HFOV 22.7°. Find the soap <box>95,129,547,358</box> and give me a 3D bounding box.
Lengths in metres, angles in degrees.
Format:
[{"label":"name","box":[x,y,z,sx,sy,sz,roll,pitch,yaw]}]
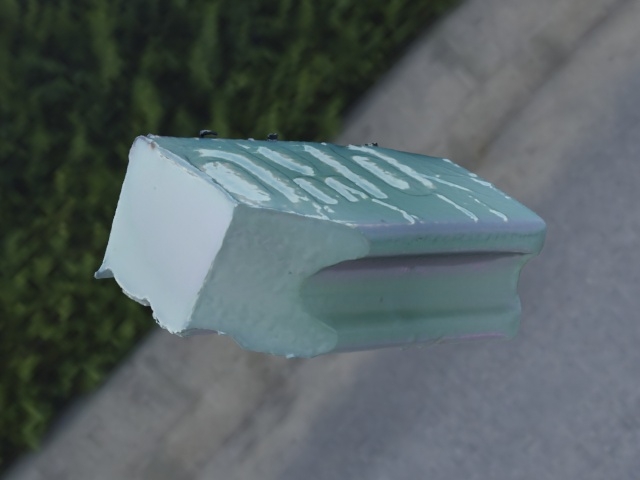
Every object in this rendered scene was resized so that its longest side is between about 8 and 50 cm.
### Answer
[{"label":"soap","box":[0.000,0.000,0.943,0.145,0.230,0.091,33,116,46]}]
